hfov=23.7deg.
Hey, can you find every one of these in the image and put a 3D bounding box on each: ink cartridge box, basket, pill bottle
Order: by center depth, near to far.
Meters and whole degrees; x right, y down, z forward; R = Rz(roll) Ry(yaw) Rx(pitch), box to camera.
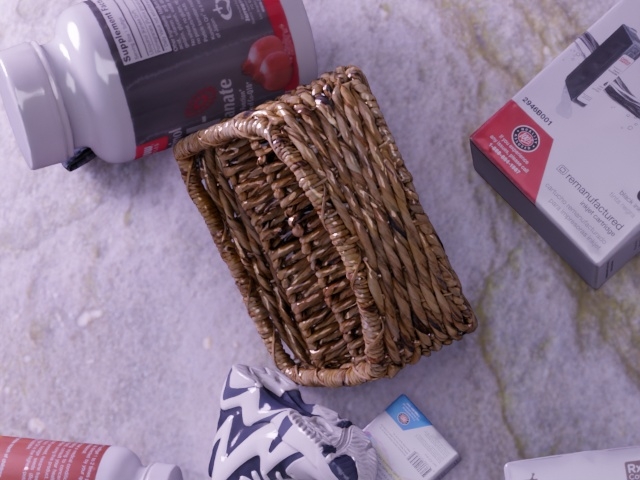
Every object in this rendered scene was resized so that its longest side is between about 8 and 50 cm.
[{"bbox_3d":[0.000,0.000,1.536,0.223,0.213,0.299,-24,100,2],"label":"basket"},{"bbox_3d":[0.073,0.236,1.593,0.122,0.052,0.088,-42,74,-4],"label":"ink cartridge box"},{"bbox_3d":[-0.259,0.272,1.597,0.216,0.121,0.121,3,77,10],"label":"pill bottle"},{"bbox_3d":[0.323,-0.117,1.612,0.273,0.114,0.197,-42,74,-4],"label":"ink cartridge box"},{"bbox_3d":[-0.178,-0.185,1.629,0.318,0.176,0.176,-19,74,-15],"label":"pill bottle"}]

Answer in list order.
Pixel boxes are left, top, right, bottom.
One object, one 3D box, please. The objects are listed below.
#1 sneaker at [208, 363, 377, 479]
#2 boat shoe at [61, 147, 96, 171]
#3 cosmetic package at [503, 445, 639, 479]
[{"bbox_3d":[-0.040,0.240,1.557,0.235,0.094,0.153,31,106,42],"label":"sneaker"},{"bbox_3d":[-0.241,-0.161,1.736,0.183,0.065,0.083,-40,77,3],"label":"boat shoe"},{"bbox_3d":[0.265,0.290,1.484,0.151,0.184,0.151,-9,75,7],"label":"cosmetic package"}]
